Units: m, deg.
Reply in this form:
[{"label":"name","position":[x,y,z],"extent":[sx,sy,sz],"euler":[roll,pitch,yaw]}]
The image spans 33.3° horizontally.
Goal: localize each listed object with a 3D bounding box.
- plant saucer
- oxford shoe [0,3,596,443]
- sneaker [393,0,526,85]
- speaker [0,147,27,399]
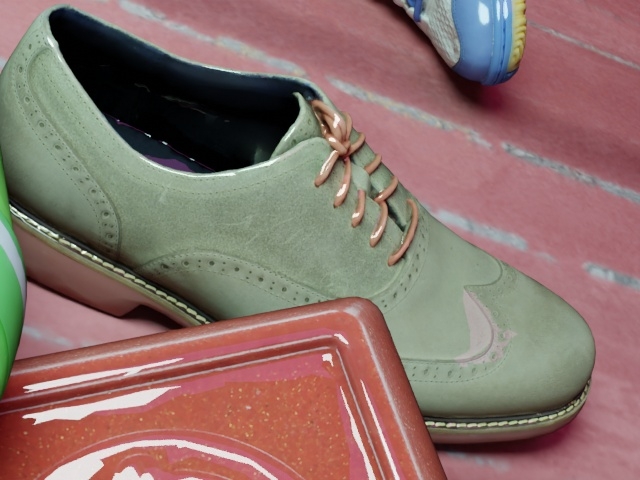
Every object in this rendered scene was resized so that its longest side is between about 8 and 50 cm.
[{"label":"plant saucer","position":[-0.053,0.138,0.381],"extent":[0.259,0.047,0.258],"euler":[-9,58,-18]},{"label":"oxford shoe","position":[0.000,0.000,0.528],"extent":[0.348,0.130,0.123],"euler":[20,44,-13]},{"label":"sneaker","position":[0.049,-0.221,0.797],"extent":[0.131,0.112,0.296],"euler":[-11,55,-16]},{"label":"speaker","position":[-0.188,-0.045,0.418],"extent":[0.131,0.131,0.296],"euler":[7,32,-25]}]
